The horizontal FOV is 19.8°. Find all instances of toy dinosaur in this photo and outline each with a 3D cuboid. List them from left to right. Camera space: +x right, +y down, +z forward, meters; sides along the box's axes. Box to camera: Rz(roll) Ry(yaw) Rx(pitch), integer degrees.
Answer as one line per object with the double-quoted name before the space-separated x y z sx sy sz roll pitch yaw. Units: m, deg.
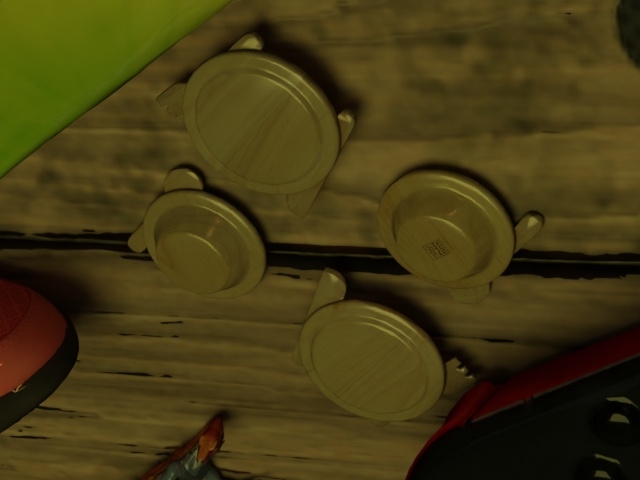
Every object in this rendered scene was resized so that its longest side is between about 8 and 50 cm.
"toy dinosaur" -0.069 0.110 0.832 0.090 0.047 0.082 23 114 22

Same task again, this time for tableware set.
"tableware set" 0.000 0.000 0.727 0.168 0.020 0.141 33 133 -3

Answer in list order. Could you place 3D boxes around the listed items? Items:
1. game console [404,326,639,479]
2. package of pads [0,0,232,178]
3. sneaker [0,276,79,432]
"game console" 0.251 0.170 0.708 0.342 0.060 0.386 -24 112 37
"package of pads" -0.104 -0.147 0.536 0.296 0.101 0.229 -35 130 29
"sneaker" -0.257 0.013 0.798 0.313 0.116 0.136 9 127 20
